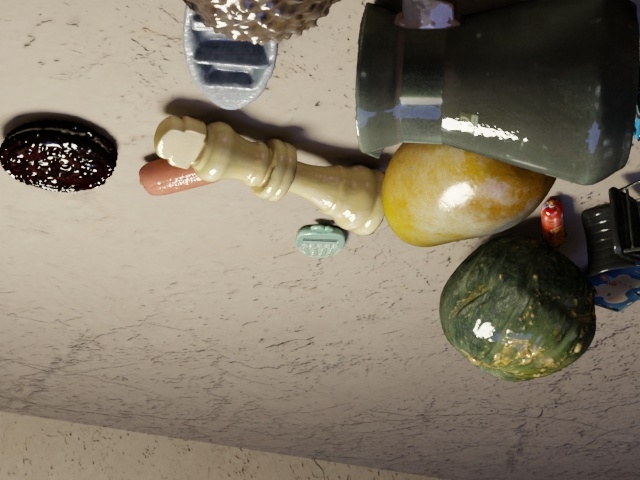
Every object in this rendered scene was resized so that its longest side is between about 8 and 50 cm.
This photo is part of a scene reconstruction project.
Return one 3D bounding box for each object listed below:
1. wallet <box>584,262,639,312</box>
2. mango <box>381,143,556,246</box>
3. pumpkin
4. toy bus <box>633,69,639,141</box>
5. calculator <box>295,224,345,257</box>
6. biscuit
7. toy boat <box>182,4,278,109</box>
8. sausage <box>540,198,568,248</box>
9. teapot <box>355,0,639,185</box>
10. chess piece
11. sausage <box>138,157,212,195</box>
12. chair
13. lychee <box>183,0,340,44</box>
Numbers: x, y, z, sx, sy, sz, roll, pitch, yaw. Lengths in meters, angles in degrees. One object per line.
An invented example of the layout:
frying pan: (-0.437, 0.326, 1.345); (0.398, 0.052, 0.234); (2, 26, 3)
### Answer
wallet: (0.610, 0.073, 2.239); (0.141, 0.059, 0.202); (19, 148, -21)
mango: (0.218, -0.092, 1.726); (0.221, 0.199, 0.384); (-13, 166, -23)
pumpkin: (0.374, 0.133, 2.112); (0.291, 0.257, 0.327); (32, 174, -6)
toy bus: (0.535, -0.197, 1.621); (0.184, 0.090, 0.106); (0, 157, 2)
calculator: (0.000, 0.000, 2.148); (0.095, 0.021, 0.153); (2, 156, -2)
biscuit: (-0.426, -0.136, 1.833); (0.194, 0.053, 0.194); (1, 155, 0)
toy boat: (-0.118, -0.269, 1.505); (0.127, 0.078, 0.283); (2, 156, -3)
sausage: (0.420, -0.037, 2.026); (0.050, 0.048, 0.145); (-10, 151, 9)
teapot: (0.225, -0.221, 1.438); (0.343, 0.253, 0.300); (3, 122, 8)
chess piece: (-0.079, -0.111, 1.805); (0.397, 0.117, 0.117); (16, 151, -27)
sausage: (-0.230, -0.113, 1.864); (0.154, 0.062, 0.062); (-12, 152, 25)
chair: (0.528, -0.023, 1.928); (0.221, 0.140, 0.145); (-14, 161, 38)
lychee: (-0.071, -0.346, 1.125); (0.299, 0.300, 0.300); (1, 155, 0)
